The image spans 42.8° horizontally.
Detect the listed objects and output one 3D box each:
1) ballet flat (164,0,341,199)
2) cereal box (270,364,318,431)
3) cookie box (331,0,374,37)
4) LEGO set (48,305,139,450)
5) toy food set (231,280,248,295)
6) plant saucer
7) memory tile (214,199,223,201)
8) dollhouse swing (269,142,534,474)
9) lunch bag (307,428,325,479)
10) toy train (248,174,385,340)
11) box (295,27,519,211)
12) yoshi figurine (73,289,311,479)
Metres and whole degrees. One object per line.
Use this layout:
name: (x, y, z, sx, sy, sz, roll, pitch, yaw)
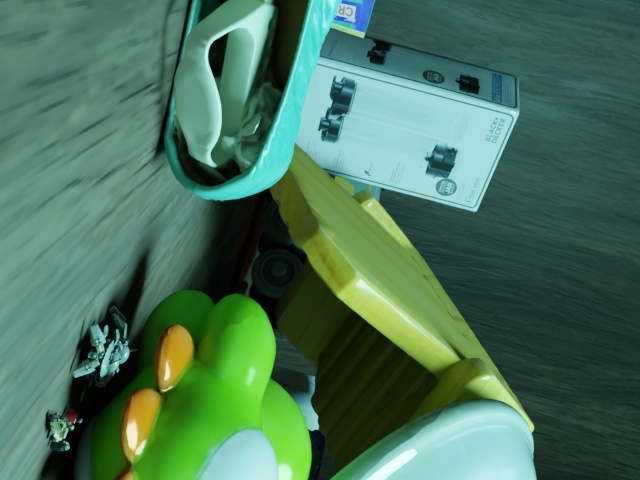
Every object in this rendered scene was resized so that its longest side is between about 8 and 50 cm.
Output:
ballet flat: (-0.033, -0.127, 0.426, 0.087, 0.083, 0.247, -46, 153, -59)
cereal box: (-0.099, 0.279, 1.084, 0.047, 0.173, 0.240, 107, 0, -62)
cookie box: (0.020, -0.284, 0.882, 0.107, 0.091, 0.040, 106, 3, -51)
LEGO set: (-0.115, 0.071, 0.427, 0.054, 0.023, 0.083, 106, -1, -65)
toy food set: (-0.127, 0.100, 1.232, 0.082, 0.020, 0.083, 108, -2, -83)
plant saucer: (0.069, 0.322, 0.686, 0.400, 0.100, 0.401, -27, 137, -29)
memory tile: (-0.068, -0.117, 0.732, 0.113, 0.012, 0.148, -75, 180, -50)
dollhouse swing: (-0.001, 0.103, 0.879, 0.315, 0.305, 0.347, -54, -147, 20)
lunch bag: (-0.105, 0.294, 0.726, 0.303, 0.114, 0.243, -41, 153, -60)
toy train: (0.000, 0.000, 1.251, 0.142, 0.190, 0.334, 107, -8, -64)
box: (0.085, -0.157, 1.031, 0.087, 0.289, 0.169, -76, 180, -46)
yoshi figurine: (-0.082, 0.217, 0.487, 0.203, 0.203, 0.362, 145, -39, -64)
